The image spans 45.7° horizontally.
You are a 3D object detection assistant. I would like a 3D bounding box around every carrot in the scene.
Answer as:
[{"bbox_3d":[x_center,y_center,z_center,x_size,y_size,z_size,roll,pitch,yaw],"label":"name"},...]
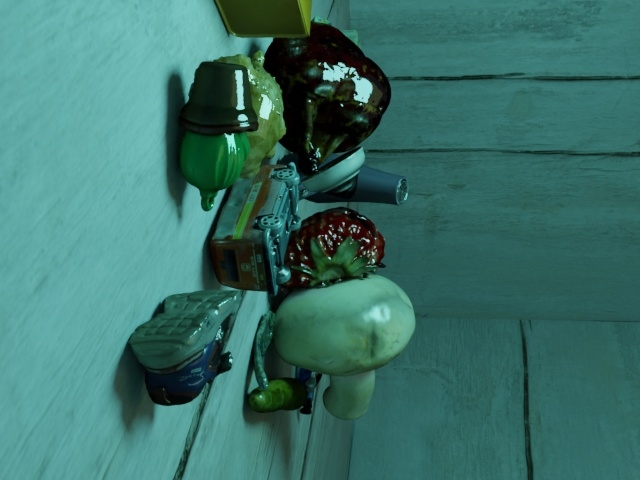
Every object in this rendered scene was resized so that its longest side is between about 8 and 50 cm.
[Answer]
[{"bbox_3d":[-0.091,0.320,1.568,0.358,0.074,0.074,44,47,-76],"label":"carrot"}]

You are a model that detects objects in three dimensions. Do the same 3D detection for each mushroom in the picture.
[{"bbox_3d":[0.047,0.196,1.686,0.356,0.315,0.315,100,-6,-64],"label":"mushroom"}]

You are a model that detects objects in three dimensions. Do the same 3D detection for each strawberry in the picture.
[{"bbox_3d":[0.016,-0.001,1.694,0.280,0.253,0.150,-68,149,-73],"label":"strawberry"}]

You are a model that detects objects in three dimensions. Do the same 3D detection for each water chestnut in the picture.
[{"bbox_3d":[-0.012,-0.275,1.478,0.244,0.289,0.289,-42,148,-24],"label":"water chestnut"}]

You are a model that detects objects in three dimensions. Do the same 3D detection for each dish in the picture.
[{"bbox_3d":[0.039,-0.117,1.491,0.078,0.141,0.141,60,14,-10],"label":"dish"}]

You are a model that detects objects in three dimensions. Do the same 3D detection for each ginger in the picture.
[{"bbox_3d":[-0.119,-0.206,1.196,0.157,0.102,0.216,33,59,-47],"label":"ginger"}]

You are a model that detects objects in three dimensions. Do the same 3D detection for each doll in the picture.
[{"bbox_3d":[-0.030,0.364,2.004,0.096,0.070,0.195,-109,-159,-64],"label":"doll"}]

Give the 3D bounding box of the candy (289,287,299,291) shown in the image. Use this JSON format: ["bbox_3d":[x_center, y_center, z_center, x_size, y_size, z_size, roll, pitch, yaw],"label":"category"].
[{"bbox_3d":[-0.035,0.096,1.902,0.095,0.085,0.110,89,15,-62],"label":"candy"}]

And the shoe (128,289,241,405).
[{"bbox_3d":[-0.153,0.137,0.941,0.227,0.099,0.126,-49,131,-71],"label":"shoe"}]

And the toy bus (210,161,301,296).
[{"bbox_3d":[-0.101,-0.030,1.257,0.265,0.119,0.121,-78,166,-54],"label":"toy bus"}]

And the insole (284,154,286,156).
[{"bbox_3d":[-0.078,-0.166,1.858,0.135,0.002,0.045,77,16,-61],"label":"insole"}]

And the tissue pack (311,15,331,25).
[{"bbox_3d":[-0.024,-0.520,1.995,0.085,0.079,0.111,-29,-128,58],"label":"tissue pack"}]

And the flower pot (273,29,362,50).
[{"bbox_3d":[-0.002,-0.356,1.720,0.239,0.189,0.209,26,65,-82],"label":"flower pot"}]

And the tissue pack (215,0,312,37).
[{"bbox_3d":[-0.091,-0.499,1.237,0.194,0.145,0.275,73,18,-71],"label":"tissue pack"}]

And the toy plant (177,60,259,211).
[{"bbox_3d":[-0.140,-0.142,1.042,0.143,0.105,0.201,-40,140,-71],"label":"toy plant"}]

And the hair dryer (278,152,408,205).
[{"bbox_3d":[-0.018,-0.086,1.577,0.361,0.301,0.121,-36,131,-50],"label":"hair dryer"}]

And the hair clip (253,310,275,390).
[{"bbox_3d":[-0.113,0.216,1.496,0.229,0.036,0.066,-88,180,-61],"label":"hair clip"}]

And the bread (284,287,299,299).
[{"bbox_3d":[-0.058,0.156,1.821,0.082,0.056,0.115,-64,152,-8],"label":"bread"}]
